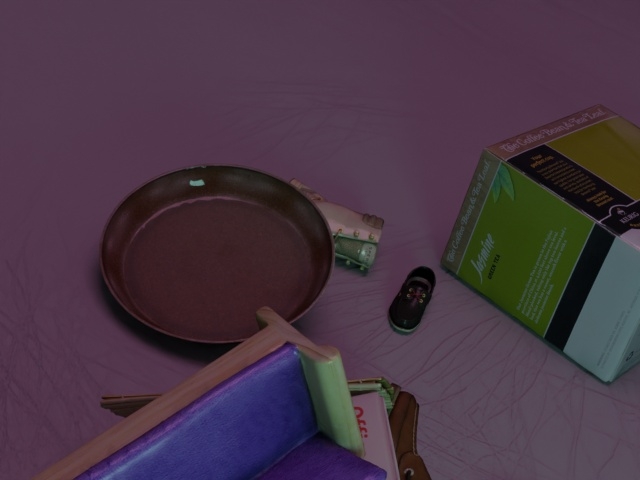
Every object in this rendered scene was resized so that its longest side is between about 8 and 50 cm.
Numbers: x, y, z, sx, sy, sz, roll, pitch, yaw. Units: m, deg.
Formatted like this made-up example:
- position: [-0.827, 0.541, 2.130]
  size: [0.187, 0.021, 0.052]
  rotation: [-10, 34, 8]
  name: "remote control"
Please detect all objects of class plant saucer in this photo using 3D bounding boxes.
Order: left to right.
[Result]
- position: [-0.136, 0.024, 1.893]
  size: [0.311, 0.050, 0.310]
  rotation: [2, 50, -2]
  name: "plant saucer"

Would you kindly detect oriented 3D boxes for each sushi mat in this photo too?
- position: [-0.076, 0.180, 1.591]
  size: [0.317, 0.151, 0.019]
  rotation: [-5, 73, 9]
  name: "sushi mat"

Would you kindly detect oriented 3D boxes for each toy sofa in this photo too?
- position: [-0.123, 0.235, 1.315]
  size: [0.363, 0.150, 0.177]
  rotation: [-32, 40, -21]
  name: "toy sofa"

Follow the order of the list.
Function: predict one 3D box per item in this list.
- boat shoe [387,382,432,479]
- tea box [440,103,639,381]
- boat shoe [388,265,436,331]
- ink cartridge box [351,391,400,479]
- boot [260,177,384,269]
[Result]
- position: [0.078, 0.295, 1.616]
  size: [0.104, 0.110, 0.307]
  rotation: [21, 43, 2]
  name: "boat shoe"
- position: [0.419, -0.010, 2.111]
  size: [0.323, 0.220, 0.329]
  rotation: [38, 38, 27]
  name: "tea box"
- position: [0.129, 0.081, 2.007]
  size: [0.049, 0.042, 0.133]
  rotation: [24, 35, 6]
  name: "boat shoe"
- position: [-0.054, 0.285, 1.451]
  size: [0.283, 0.117, 0.207]
  rotation: [-12, 35, 2]
  name: "ink cartridge box"
- position: [0.000, 0.000, 2.038]
  size: [0.165, 0.077, 0.213]
  rotation: [23, 33, 4]
  name: "boot"
